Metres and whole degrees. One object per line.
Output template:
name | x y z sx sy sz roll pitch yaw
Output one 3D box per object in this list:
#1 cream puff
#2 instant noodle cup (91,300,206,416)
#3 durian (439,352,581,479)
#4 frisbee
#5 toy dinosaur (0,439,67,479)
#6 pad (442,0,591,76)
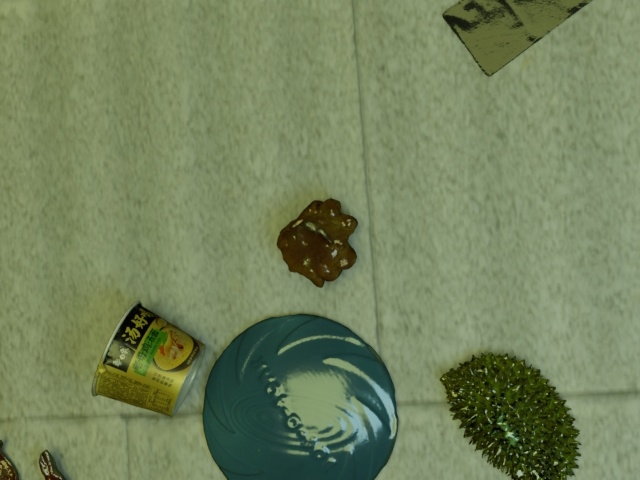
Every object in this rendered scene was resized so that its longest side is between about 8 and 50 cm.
cream puff | 0.000 0.000 1.501 0.116 0.094 0.122 5 112 17
instant noodle cup | -0.240 0.174 1.523 0.122 0.151 0.151 21 92 3
durian | 0.264 0.248 1.423 0.137 0.095 0.220 -36 91 14
frisbee | -0.035 0.247 1.514 0.290 0.049 0.289 -1 88 13
toy dinosaur | -0.447 0.432 1.572 0.207 0.113 0.327 -26 84 11
pad | 0.278 -0.330 1.491 0.193 0.004 0.116 -37 80 9
